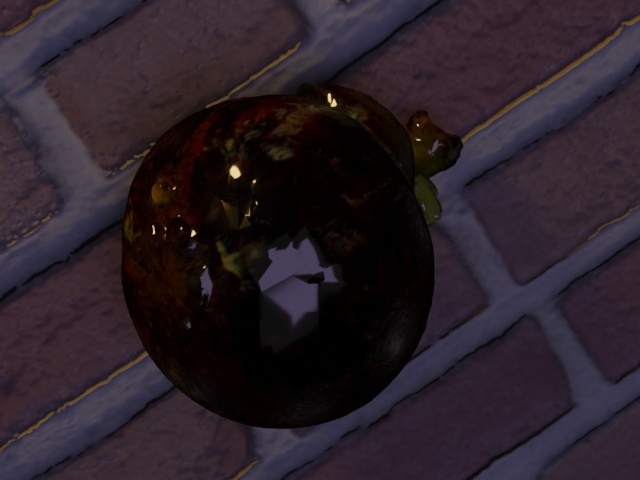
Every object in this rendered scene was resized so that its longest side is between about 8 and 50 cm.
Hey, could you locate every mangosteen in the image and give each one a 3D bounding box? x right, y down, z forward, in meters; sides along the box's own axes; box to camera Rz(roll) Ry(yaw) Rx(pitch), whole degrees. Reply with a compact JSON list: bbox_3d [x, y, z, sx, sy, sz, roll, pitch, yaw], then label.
[{"bbox_3d":[0.000,0.000,1.245,0.289,0.231,0.231,-24,113,-35],"label":"mangosteen"}]
